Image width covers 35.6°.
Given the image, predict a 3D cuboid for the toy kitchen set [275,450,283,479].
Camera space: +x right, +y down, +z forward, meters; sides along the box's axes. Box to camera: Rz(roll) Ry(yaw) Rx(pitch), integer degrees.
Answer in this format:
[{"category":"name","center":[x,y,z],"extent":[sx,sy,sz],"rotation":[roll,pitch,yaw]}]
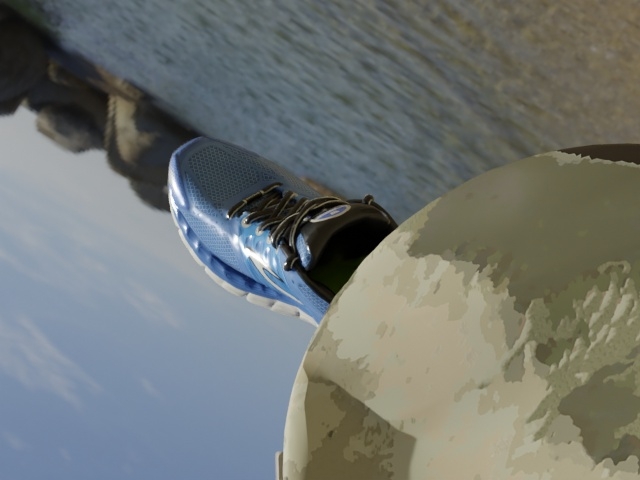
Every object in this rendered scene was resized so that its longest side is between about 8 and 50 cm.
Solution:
[{"category":"toy kitchen set","center":[0.037,0.322,1.257],"extent":[0.166,0.122,0.207],"rotation":[-7,173,-11]}]

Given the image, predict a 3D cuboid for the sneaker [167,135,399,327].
[{"category":"sneaker","center":[0.000,0.000,0.815],"extent":[0.330,0.130,0.147],"rotation":[36,152,24]}]

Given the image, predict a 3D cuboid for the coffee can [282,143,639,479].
[{"category":"coffee can","center":[0.138,0.122,0.413],"extent":[0.201,0.201,0.275],"rotation":[31,167,45]}]
